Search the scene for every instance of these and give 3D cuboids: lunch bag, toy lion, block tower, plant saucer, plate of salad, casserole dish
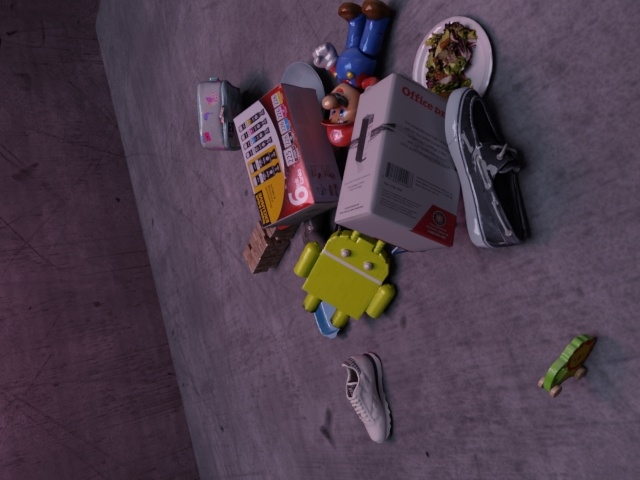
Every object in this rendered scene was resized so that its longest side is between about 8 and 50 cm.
[{"bbox_3d":[-0.316,-0.404,1.622,0.279,0.108,0.223,-85,-3,-81],"label":"lunch bag"},{"bbox_3d":[0.413,0.202,0.830,0.034,0.100,0.096,42,148,45],"label":"toy lion"},{"bbox_3d":[-0.144,-0.034,1.576,0.097,0.091,0.335,61,140,26],"label":"block tower"},{"bbox_3d":[-0.037,-0.391,1.376,0.195,0.037,0.194,29,129,42],"label":"plant saucer"},{"bbox_3d":[0.248,-0.337,0.989,0.200,0.048,0.199,17,110,53],"label":"plate of salad"},{"bbox_3d":[0.020,0.186,1.436,0.114,0.037,0.188,-37,66,52],"label":"casserole dish"}]

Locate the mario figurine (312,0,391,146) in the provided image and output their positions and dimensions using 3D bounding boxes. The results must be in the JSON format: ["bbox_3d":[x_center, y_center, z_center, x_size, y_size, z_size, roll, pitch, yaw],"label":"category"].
[{"bbox_3d":[0.060,-0.375,1.135,0.198,0.170,0.320,-98,16,-79],"label":"mario figurine"}]

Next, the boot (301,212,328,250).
[{"bbox_3d":[0.002,-0.001,1.347,0.208,0.076,0.189,-110,16,-54],"label":"boot"}]

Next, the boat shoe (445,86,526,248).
[{"bbox_3d":[0.307,-0.134,0.900,0.102,0.108,0.301,-8,93,53],"label":"boat shoe"}]

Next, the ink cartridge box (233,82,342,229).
[{"bbox_3d":[-0.104,-0.199,1.307,0.272,0.130,0.309,-23,80,42],"label":"ink cartridge box"}]

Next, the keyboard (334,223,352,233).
[{"bbox_3d":[0.067,-0.017,1.342,0.100,0.038,0.192,-114,29,-62],"label":"keyboard"}]

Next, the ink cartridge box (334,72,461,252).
[{"bbox_3d":[0.157,-0.137,0.933,0.114,0.197,0.272,-12,62,58],"label":"ink cartridge box"}]

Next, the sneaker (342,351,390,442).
[{"bbox_3d":[0.114,0.414,1.302,0.090,0.095,0.235,-18,84,53],"label":"sneaker"}]

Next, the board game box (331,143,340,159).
[{"bbox_3d":[-0.032,-0.215,1.389,0.147,0.045,0.193,46,138,28],"label":"board game box"}]

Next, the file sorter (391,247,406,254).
[{"bbox_3d":[0.183,-0.071,1.090,0.118,0.105,0.170,-48,58,48],"label":"file sorter"}]

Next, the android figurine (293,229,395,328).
[{"bbox_3d":[0.064,0.089,1.236,0.248,0.056,0.272,31,116,2],"label":"android figurine"}]

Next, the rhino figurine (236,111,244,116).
[{"bbox_3d":[-0.151,-0.351,1.512,0.243,0.106,0.073,38,153,44],"label":"rhino figurine"}]
